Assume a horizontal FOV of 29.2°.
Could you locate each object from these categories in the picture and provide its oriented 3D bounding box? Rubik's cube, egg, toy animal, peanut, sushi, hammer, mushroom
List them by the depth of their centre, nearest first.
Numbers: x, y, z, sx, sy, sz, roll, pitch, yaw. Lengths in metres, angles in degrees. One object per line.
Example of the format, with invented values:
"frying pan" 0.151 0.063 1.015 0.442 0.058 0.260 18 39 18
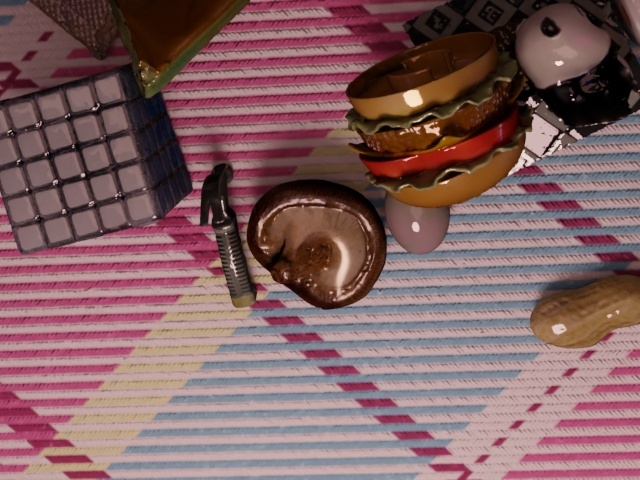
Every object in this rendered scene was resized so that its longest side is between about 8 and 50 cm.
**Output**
"toy animal" 0.367 -0.258 1.767 0.138 0.166 0.179 -35 104 -13
"sushi" 0.325 -0.278 1.892 0.292 0.059 0.294 -25 107 20
"Rubik's cube" -0.356 -0.131 1.893 0.238 0.237 0.237 -16 99 8
"egg" 0.152 -0.045 1.934 0.103 0.103 0.135 -10 102 7
"peanut" 0.440 0.113 1.948 0.214 0.090 0.098 -21 87 10
"mushroom" -0.003 -0.003 1.951 0.194 0.138 0.231 -42 107 -2
"hammer" -0.146 0.003 1.963 0.041 0.159 0.226 -8 114 9

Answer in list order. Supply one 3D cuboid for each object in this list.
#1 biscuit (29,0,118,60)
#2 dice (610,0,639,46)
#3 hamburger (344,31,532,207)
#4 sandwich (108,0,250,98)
"biscuit" -0.404 -0.399 1.933 0.239 0.062 0.108 40 104 -3
"dice" 0.513 -0.401 1.785 0.194 0.192 0.193 -27 97 8
"hamburger" 0.178 -0.163 1.794 0.274 0.274 0.212 -19 110 9
"sandwich" -0.200 -0.346 1.838 0.212 0.063 0.245 -16 62 -12
